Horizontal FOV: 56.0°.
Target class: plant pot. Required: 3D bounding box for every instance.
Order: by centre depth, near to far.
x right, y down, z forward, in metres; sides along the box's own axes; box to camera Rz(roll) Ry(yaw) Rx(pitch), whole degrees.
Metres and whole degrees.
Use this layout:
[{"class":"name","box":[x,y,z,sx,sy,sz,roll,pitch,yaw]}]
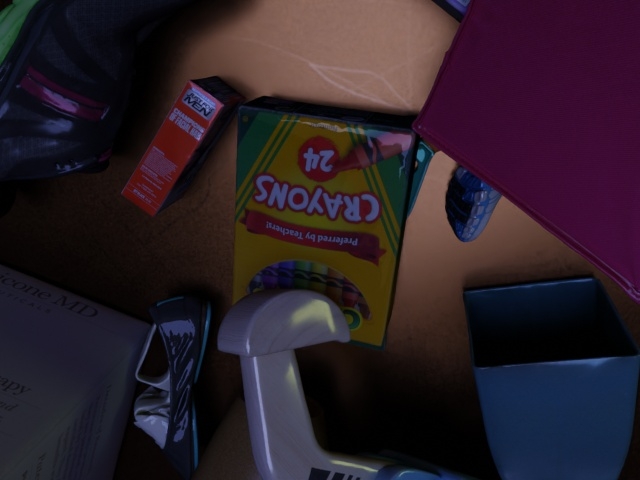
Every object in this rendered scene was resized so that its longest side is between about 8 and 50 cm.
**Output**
[{"class":"plant pot","box":[0.275,0.193,0.729,0.165,0.165,0.234,-8,113,13]},{"class":"plant pot","box":[-0.079,0.338,0.820,0.237,0.237,0.255,12,94,6]}]

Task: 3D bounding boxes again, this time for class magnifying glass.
[{"class":"magnifying glass","box":[0.114,-0.098,0.734,0.092,0.026,0.231,43,109,-5]}]

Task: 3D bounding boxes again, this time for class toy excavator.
[{"class":"toy excavator","box":[0.052,0.313,0.685,0.445,0.222,0.433,24,74,-29]}]

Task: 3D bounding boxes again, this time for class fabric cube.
[{"class":"fabric cube","box":[0.277,-0.158,0.483,0.254,0.258,0.259,41,147,15]}]

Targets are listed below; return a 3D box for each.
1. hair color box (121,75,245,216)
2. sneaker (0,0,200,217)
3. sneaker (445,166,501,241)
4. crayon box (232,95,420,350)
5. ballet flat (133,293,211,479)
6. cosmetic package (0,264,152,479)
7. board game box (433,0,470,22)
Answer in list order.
[{"class":"hair color box","box":[-0.167,-0.117,0.743,0.053,0.093,0.167,35,110,-3]},{"class":"sneaker","box":[-0.296,-0.193,0.724,0.482,0.185,0.202,-30,118,21]},{"class":"sneaker","box":[0.206,-0.081,0.703,0.082,0.071,0.191,-3,123,-22]},{"class":"crayon box","box":[0.000,0.000,0.738,0.202,0.081,0.319,10,114,12]},{"class":"ballet flat","box":[-0.212,0.207,0.850,0.096,0.095,0.281,3,101,-15]},{"class":"cosmetic package","box":[-0.474,0.264,0.758,0.329,0.394,0.328,21,110,3]},{"class":"board game box","box":[0.174,-0.370,0.575,0.142,0.144,0.275,37,111,-3]}]
